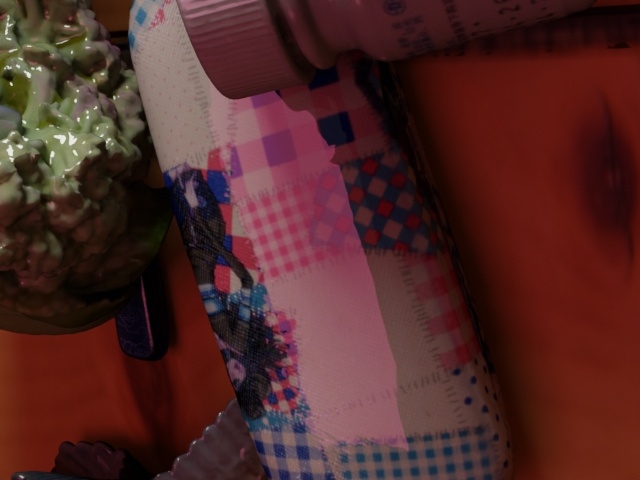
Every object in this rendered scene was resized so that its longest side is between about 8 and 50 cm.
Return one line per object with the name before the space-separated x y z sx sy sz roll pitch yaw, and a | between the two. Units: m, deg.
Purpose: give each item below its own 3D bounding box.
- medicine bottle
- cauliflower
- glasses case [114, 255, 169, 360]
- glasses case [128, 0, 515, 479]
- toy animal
medicine bottle | 0.027 -0.128 0.589 0.168 0.105 0.105 -13 97 11
cauliflower | -0.219 -0.044 0.724 0.256 0.315 0.239 45 132 49
glasses case | -0.108 0.030 0.827 0.033 0.023 0.083 3 104 42
glasses case | 0.000 0.000 0.689 0.125 0.076 0.327 -19 89 21
toy animal | -0.079 0.173 0.788 0.272 0.160 0.197 -27 90 46
